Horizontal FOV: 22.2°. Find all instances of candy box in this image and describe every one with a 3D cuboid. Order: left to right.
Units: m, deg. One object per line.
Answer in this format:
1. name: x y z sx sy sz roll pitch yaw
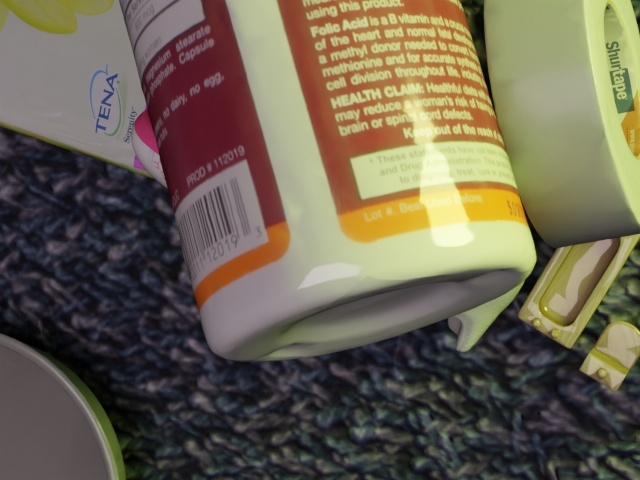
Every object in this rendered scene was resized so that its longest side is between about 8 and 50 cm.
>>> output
1. candy box: -0.296 0.226 1.522 0.206 0.027 0.105 -12 93 22

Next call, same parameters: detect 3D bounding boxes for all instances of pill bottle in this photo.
1. pill bottle: -0.014 -0.134 1.095 0.224 0.224 0.392 -20 76 23

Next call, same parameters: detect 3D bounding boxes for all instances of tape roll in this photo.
1. tape roll: 0.183 -0.108 1.168 0.072 0.219 0.219 -11 97 21

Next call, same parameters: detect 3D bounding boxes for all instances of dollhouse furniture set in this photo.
1. dollhouse furniture set: 0.237 0.049 1.232 0.151 0.123 0.144 33 110 12

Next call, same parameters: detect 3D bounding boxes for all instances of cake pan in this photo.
1. cake pan: -0.301 0.215 1.477 0.293 0.054 0.293 4 101 20

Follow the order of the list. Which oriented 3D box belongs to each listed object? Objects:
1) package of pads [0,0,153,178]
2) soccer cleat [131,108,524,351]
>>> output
1. package of pads: -0.175 -0.183 1.352 0.297 0.101 0.229 20 106 16
2. soccer cleat: 0.000 0.000 1.269 0.331 0.116 0.143 18 119 -10
